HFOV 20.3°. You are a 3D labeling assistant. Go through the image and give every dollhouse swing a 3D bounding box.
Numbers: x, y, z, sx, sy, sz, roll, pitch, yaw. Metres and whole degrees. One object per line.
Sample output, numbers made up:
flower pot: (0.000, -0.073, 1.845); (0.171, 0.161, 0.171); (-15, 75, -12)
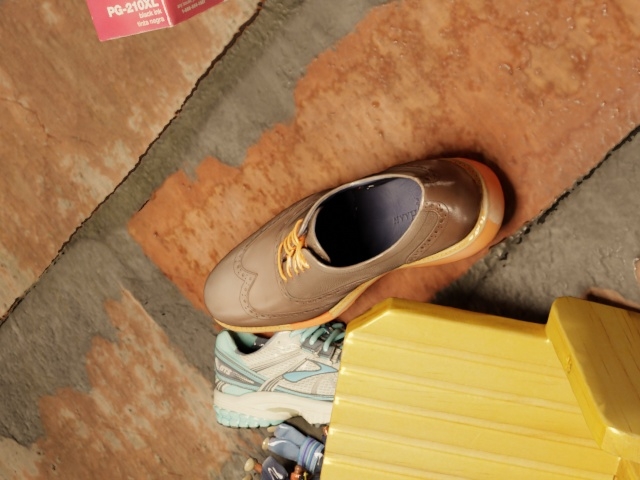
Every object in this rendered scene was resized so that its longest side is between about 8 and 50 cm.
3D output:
dollhouse swing: (0.175, 0.258, 1.688); (0.305, 0.315, 0.347); (3, 121, -11)

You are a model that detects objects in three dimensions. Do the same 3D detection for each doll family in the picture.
doll family: (-0.028, 0.289, 1.994); (0.111, 0.076, 0.193); (25, 121, 27)

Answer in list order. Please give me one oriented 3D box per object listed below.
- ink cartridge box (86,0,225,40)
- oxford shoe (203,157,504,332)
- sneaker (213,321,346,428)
ink cartridge box: (-0.166, -0.333, 1.718); (0.100, 0.172, 0.237); (-6, 108, 35)
oxford shoe: (0.000, 0.000, 1.776); (0.363, 0.132, 0.130); (-26, 71, 34)
sneaker: (-0.001, 0.130, 1.880); (0.283, 0.110, 0.122); (-7, 95, 30)
